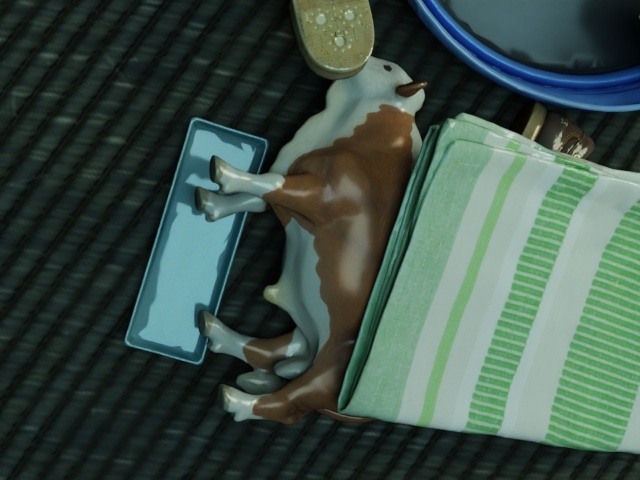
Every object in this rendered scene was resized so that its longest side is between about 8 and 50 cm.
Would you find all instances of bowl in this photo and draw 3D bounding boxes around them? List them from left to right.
[{"bbox_3d":[0.225,-0.301,1.211,0.391,0.077,0.391,-1,95,-12],"label":"bowl"}]

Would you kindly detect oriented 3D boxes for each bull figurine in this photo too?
[{"bbox_3d":[0.000,0.000,1.169,0.188,0.101,0.310,-5,97,-18],"label":"bull figurine"}]

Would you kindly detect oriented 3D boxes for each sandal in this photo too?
[{"bbox_3d":[-0.009,-0.246,1.128,0.088,0.079,0.240,-17,80,-14],"label":"sandal"}]

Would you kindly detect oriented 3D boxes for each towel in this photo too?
[{"bbox_3d":[0.188,0.049,1.197,0.325,0.038,0.248,13,99,-32],"label":"towel"}]

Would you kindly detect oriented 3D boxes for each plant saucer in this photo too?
[{"bbox_3d":[-0.101,0.001,1.196,0.067,0.018,0.192,17,90,-13],"label":"plant saucer"}]

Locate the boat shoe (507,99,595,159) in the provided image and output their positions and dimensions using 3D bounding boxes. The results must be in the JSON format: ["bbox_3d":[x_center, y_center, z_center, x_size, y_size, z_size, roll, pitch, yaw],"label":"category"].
[{"bbox_3d":[0.154,-0.014,1.220,0.073,0.073,0.207,34,87,-11],"label":"boat shoe"}]

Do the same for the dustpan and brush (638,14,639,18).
[{"bbox_3d":[0.382,-0.186,1.183,0.211,0.060,0.147,-36,101,-7],"label":"dustpan and brush"}]
